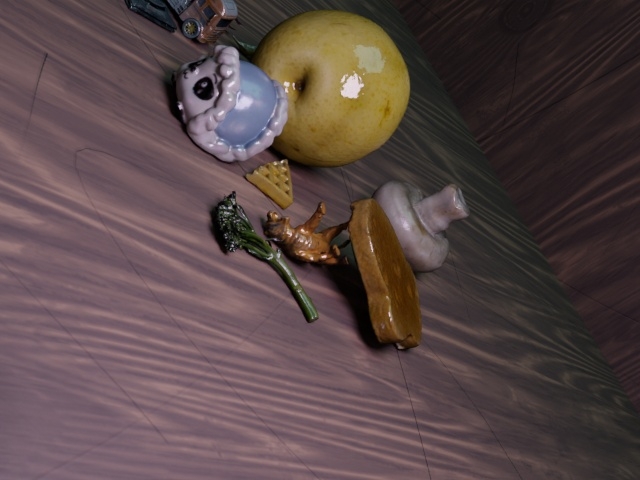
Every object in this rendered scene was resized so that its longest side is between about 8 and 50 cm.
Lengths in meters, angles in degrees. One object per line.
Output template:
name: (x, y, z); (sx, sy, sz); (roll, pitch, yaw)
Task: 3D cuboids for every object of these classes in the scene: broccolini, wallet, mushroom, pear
broccolini: (-0.090, 0.040, 1.425); (0.271, 0.062, 0.123); (52, 32, -9)
wallet: (-0.352, -0.486, 1.728); (0.129, 0.026, 0.088); (20, 39, -54)
mushroom: (0.242, -0.054, 1.985); (0.243, 0.243, 0.243); (42, 24, -24)
pear: (0.018, -0.321, 1.790); (0.348, 0.348, 0.348); (42, 24, -24)

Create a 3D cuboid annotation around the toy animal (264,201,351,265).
toy animal: (0.001, 0.008, 1.615); (0.255, 0.116, 0.114); (21, 56, -64)

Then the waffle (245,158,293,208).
waffle: (-0.107, -0.152, 1.709); (0.125, 0.032, 0.191); (36, 25, -30)

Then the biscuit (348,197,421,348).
biscuit: (0.127, 0.088, 1.650); (0.343, 0.057, 0.287); (58, 24, -43)

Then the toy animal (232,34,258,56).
toy animal: (-0.136, -0.470, 2.044); (0.155, 0.095, 0.219); (43, 22, -33)

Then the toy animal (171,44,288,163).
toy animal: (-0.170, -0.270, 1.587); (0.204, 0.156, 0.208); (34, 29, -38)

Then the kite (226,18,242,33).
kite: (-0.257, -0.565, 1.947); (0.229, 0.127, 0.016); (43, 56, -38)

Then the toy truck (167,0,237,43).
toy truck: (-0.285, -0.565, 1.828); (0.256, 0.140, 0.108); (52, 21, 0)
